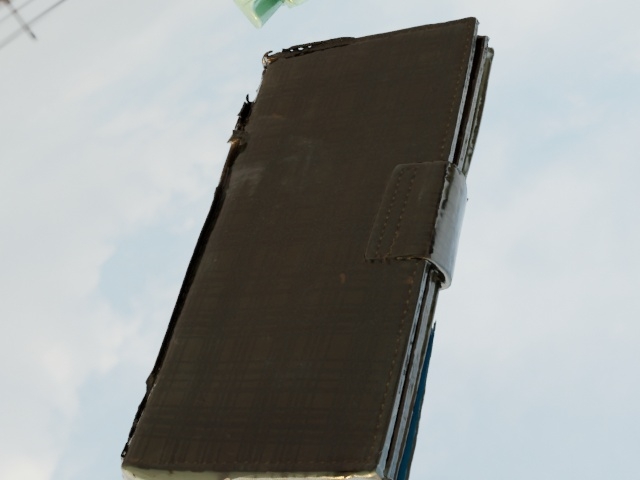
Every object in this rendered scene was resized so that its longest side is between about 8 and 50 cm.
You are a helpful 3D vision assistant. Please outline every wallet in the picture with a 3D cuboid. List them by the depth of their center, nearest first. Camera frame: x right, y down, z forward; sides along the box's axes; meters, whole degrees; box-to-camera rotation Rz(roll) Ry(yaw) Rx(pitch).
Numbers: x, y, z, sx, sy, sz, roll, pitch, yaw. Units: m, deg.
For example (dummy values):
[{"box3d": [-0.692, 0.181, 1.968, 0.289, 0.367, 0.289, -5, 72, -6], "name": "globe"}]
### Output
[{"box3d": [0.000, 0.001, 0.595, 0.169, 0.044, 0.317, -5, -129, 27], "name": "wallet"}]

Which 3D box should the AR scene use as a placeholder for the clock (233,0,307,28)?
[{"box3d": [-0.002, -0.336, 1.190, 0.211, 0.066, 0.159, -19, -152, 47], "name": "clock"}]
